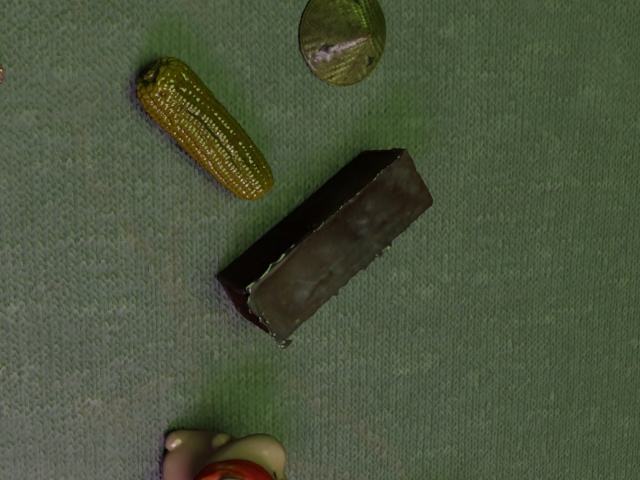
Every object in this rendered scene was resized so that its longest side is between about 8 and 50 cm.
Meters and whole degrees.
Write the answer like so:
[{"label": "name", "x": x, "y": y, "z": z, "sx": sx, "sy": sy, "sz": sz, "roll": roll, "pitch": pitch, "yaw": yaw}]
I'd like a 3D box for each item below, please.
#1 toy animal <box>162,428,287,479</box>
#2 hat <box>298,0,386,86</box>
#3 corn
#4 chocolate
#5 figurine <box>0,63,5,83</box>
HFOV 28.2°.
[{"label": "toy animal", "x": -0.115, "y": 0.329, "z": 1.662, "sx": 0.171, "sy": 0.198, "sz": 0.171, "roll": -8, "pitch": 107, "yaw": -28}, {"label": "hat", "x": 0.049, "y": -0.281, "z": 1.735, "sx": 0.146, "sy": 0.067, "sz": 0.146, "roll": -6, "pitch": 102, "yaw": -32}, {"label": "corn", "x": -0.146, "y": -0.138, "z": 1.632, "sx": 0.080, "sy": 0.080, "sz": 0.231, "roll": -50, "pitch": 123, "yaw": -15}, {"label": "chocolate", "x": 0.000, "y": 0.000, "z": 1.732, "sx": 0.321, "sy": 0.112, "sz": 0.112, "roll": -43, "pitch": 120, "yaw": -21}, {"label": "figurine", "x": -0.408, "y": -0.148, "z": 1.473, "sx": 0.072, "sy": 0.054, "sz": 0.129, "roll": 12, "pitch": 94, "yaw": -38}]
